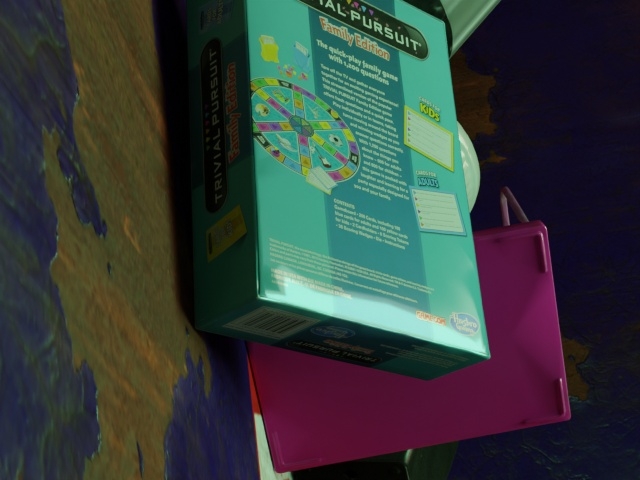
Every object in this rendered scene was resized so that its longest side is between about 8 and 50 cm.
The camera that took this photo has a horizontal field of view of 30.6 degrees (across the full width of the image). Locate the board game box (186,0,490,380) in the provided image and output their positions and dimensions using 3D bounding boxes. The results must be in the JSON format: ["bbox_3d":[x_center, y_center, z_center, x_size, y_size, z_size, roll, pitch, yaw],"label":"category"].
[{"bbox_3d":[0.012,-0.070,0.978,0.253,0.079,0.336,18,57,-40],"label":"board game box"}]

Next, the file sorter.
[{"bbox_3d":[0.077,0.077,1.181,0.182,0.290,0.202,-97,176,-71],"label":"file sorter"}]

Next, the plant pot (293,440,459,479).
[{"bbox_3d":[0.052,0.226,1.328,0.167,0.187,0.188,-76,160,-46],"label":"plant pot"}]

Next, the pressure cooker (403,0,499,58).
[{"bbox_3d":[0.121,-0.461,1.467,0.375,0.420,0.370,28,-18,47],"label":"pressure cooker"}]

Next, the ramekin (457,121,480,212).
[{"bbox_3d":[0.057,-0.066,1.489,0.127,0.272,0.273,-64,152,-42],"label":"ramekin"}]
